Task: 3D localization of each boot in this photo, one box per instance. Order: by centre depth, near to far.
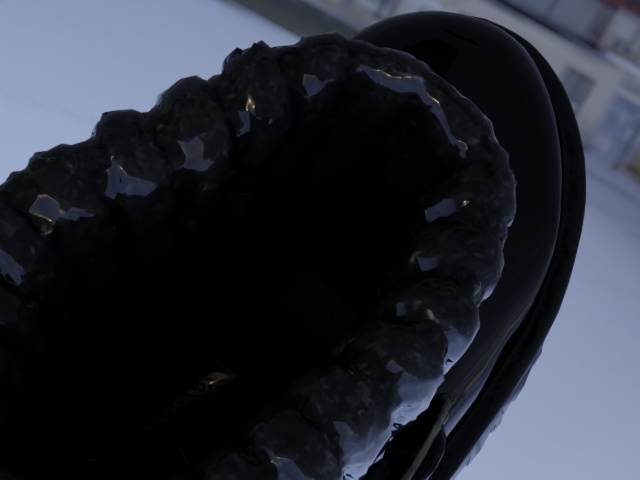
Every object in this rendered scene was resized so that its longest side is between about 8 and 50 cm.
[{"bbox_3d":[0.003,0.002,0.620,0.131,0.348,0.260,21,149,10],"label":"boot"}]
